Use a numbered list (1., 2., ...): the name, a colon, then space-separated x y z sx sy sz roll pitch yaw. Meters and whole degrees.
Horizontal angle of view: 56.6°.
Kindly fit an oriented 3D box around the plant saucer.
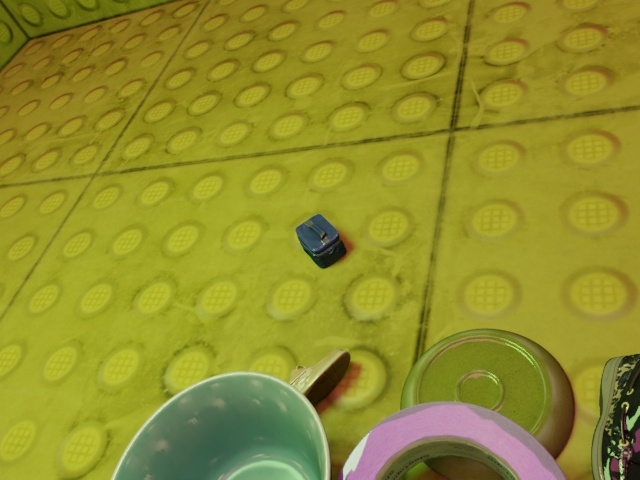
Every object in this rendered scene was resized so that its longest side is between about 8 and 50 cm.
1. plant saucer: 0.225 0.217 0.830 0.240 0.037 0.241 -14 45 14

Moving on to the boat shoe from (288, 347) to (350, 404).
1. boat shoe: -0.027 0.225 0.930 0.170 0.063 0.059 -42 51 -13

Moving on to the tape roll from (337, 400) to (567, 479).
1. tape roll: 0.152 0.333 0.683 0.274 0.090 0.275 -8 57 13

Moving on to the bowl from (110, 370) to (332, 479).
1. bowl: -0.107 0.349 0.782 0.311 0.163 0.312 -15 45 15

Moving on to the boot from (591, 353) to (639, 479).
1. boot: 0.399 0.209 0.653 0.178 0.085 0.237 -44 18 50

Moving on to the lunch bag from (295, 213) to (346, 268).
1. lunch bag: 0.000 0.000 1.125 0.067 0.065 0.098 -37 43 -9
